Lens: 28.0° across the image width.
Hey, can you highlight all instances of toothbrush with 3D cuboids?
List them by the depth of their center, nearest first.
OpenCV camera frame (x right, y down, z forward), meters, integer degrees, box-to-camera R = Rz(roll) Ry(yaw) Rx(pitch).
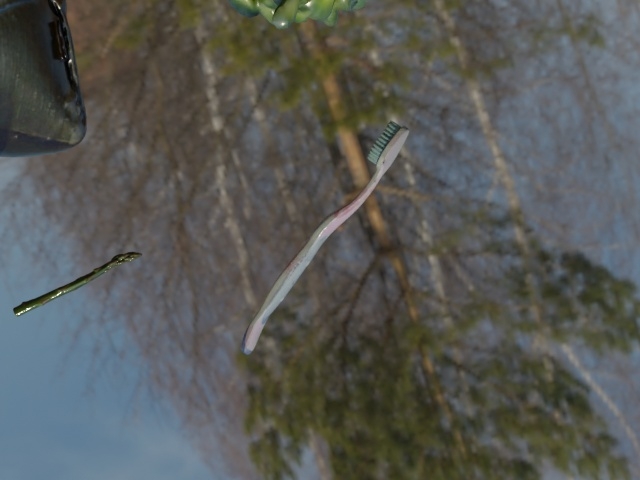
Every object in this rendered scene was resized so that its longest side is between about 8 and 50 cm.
[{"bbox_3d":[0.000,0.000,1.214,0.027,0.269,0.021,44,-166,33],"label":"toothbrush"}]

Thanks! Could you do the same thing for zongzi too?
[{"bbox_3d":[-0.431,-0.287,1.228,0.403,0.432,0.208,-7,-163,-36],"label":"zongzi"}]

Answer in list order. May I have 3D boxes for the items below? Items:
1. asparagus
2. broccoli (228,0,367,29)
[{"bbox_3d":[-0.282,0.048,1.487,0.163,0.016,0.016,-27,-175,2],"label":"asparagus"},{"bbox_3d":[-0.030,-0.298,0.731,0.272,0.324,0.334,20,-103,51],"label":"broccoli"}]
